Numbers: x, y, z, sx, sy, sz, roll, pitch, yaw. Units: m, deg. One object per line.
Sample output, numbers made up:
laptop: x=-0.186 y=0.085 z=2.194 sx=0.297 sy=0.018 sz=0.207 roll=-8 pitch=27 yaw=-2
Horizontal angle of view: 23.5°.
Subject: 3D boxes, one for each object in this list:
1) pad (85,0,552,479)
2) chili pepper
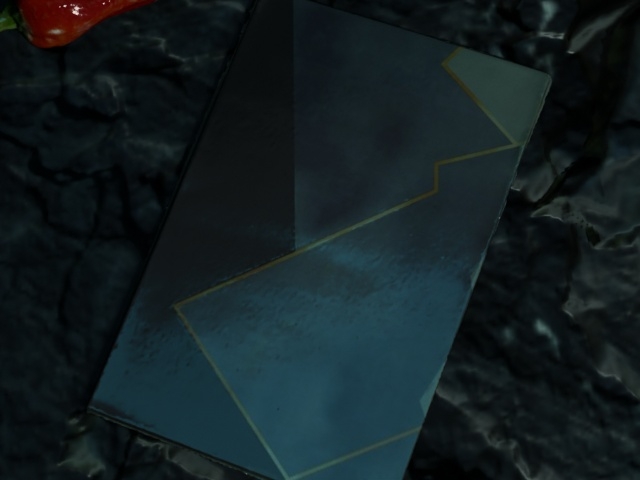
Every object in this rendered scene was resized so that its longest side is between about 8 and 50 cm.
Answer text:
pad: x=0.000 y=0.000 z=0.761 sx=0.163 sy=0.004 sz=0.243 roll=18 pitch=76 yaw=13
chili pepper: x=-0.107 y=-0.142 z=0.795 sx=0.191 sy=0.050 sz=0.059 roll=-31 pitch=55 yaw=-10
